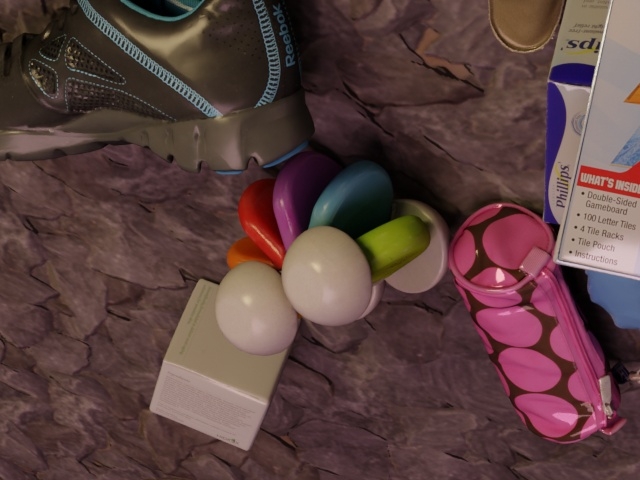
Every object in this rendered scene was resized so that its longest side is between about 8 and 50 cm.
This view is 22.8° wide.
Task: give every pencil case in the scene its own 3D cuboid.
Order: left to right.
[{"bbox_3d":[0.175,0.069,1.249,0.098,0.095,0.209,40,166,50],"label":"pencil case"}]

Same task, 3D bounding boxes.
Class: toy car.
[{"bbox_3d":[0.000,0.000,1.231,0.182,0.159,0.136,-26,85,43],"label":"toy car"}]

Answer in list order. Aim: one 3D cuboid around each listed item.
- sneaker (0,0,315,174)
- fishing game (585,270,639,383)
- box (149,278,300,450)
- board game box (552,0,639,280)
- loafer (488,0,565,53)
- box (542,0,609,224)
[{"bbox_3d":[-0.160,-0.133,1.177,0.340,0.125,0.140,3,110,26],"label":"sneaker"},{"bbox_3d":[0.292,0.020,1.183,0.189,0.041,0.264,-4,137,24],"label":"fishing game"},{"bbox_3d":[-0.084,0.110,1.405,0.102,0.101,0.087,22,141,-1],"label":"box"},{"bbox_3d":[0.314,-0.110,0.857,0.318,0.066,0.318,13,101,10],"label":"board game box"},{"bbox_3d":[0.133,-0.173,1.021,0.056,0.050,0.148,13,140,11],"label":"loafer"},{"bbox_3d":[0.188,-0.097,1.015,0.072,0.137,0.126,8,139,14],"label":"box"}]
